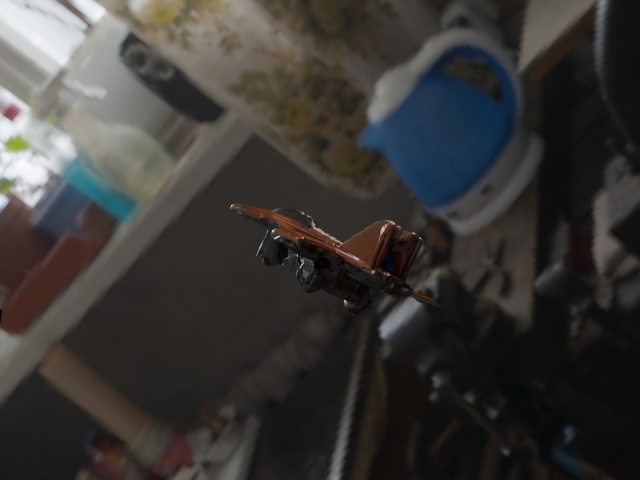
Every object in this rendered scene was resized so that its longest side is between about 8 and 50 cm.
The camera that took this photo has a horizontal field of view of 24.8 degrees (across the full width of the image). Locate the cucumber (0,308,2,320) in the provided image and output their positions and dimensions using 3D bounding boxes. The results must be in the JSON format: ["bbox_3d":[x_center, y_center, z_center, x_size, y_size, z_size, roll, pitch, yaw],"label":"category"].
[{"bbox_3d":[-0.341,0.134,1.474,0.032,0.032,0.133,175,98,-69],"label":"cucumber"}]

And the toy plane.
[{"bbox_3d":[-0.005,0.011,0.996,0.188,0.135,0.062,10,78,43],"label":"toy plane"}]
